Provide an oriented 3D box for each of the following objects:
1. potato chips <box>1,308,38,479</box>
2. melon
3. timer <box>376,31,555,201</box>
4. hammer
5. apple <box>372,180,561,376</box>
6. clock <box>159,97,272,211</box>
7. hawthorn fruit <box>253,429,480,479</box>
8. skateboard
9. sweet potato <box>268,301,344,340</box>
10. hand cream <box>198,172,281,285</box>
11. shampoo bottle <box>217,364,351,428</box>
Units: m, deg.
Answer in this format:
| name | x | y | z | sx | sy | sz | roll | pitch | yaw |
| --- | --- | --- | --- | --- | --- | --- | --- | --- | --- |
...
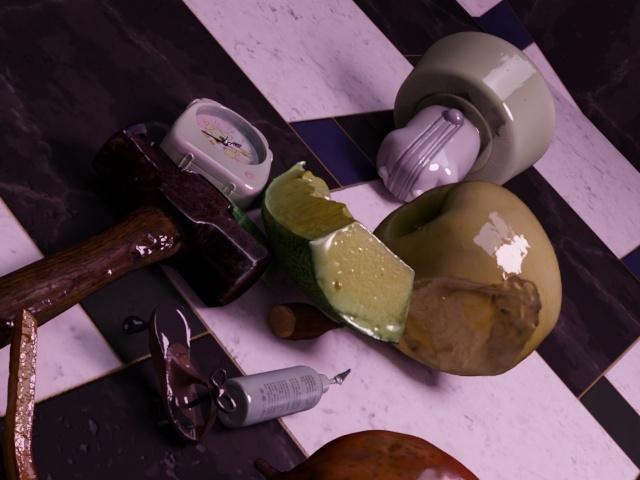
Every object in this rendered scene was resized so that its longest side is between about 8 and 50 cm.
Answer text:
| name | x | y | z | sx | sy | sz | roll | pitch | yaw |
| --- | --- | --- | --- | --- | --- | --- | --- | --- | --- |
| potato chips | -0.264 | 0.160 | 0.884 | 0.026 | 0.037 | 0.204 | 26 | 46 | -49 |
| melon | 0.000 | 0.000 | 1.319 | 0.196 | 0.124 | 0.323 | 51 | -2 | -30 |
| timer | 0.218 | -0.173 | 1.751 | 0.291 | 0.291 | 0.315 | 44 | 53 | 3 |
| hammer | -0.244 | 0.021 | 1.088 | 0.242 | 0.095 | 0.409 | 46 | 35 | 6 |
| apple | 0.191 | 0.052 | 1.371 | 0.279 | 0.279 | 0.279 | 30 | 32 | -21 |
| clock | -0.141 | -0.131 | 1.411 | 0.151 | 0.062 | 0.191 | 35 | 30 | -11 |
| hawthorn fruit | 0.043 | 0.282 | 0.980 | 0.248 | 0.208 | 0.208 | 23 | 31 | -1 |
| skateboard | -0.139 | 0.134 | 1.028 | 0.067 | 0.080 | 0.151 | 2 | 65 | -59 |
| sweet potato | -0.012 | 0.106 | 1.269 | 0.117 | 0.049 | 0.049 | 9 | 43 | -42 |
| hand cream | -0.118 | -0.020 | 1.308 | 0.175 | 0.046 | 0.095 | 43 | 20 | -7 |
| shampoo bottle | -0.037 | 0.175 | 1.143 | 0.195 | 0.056 | 0.056 | -1 | 50 | -52 |
